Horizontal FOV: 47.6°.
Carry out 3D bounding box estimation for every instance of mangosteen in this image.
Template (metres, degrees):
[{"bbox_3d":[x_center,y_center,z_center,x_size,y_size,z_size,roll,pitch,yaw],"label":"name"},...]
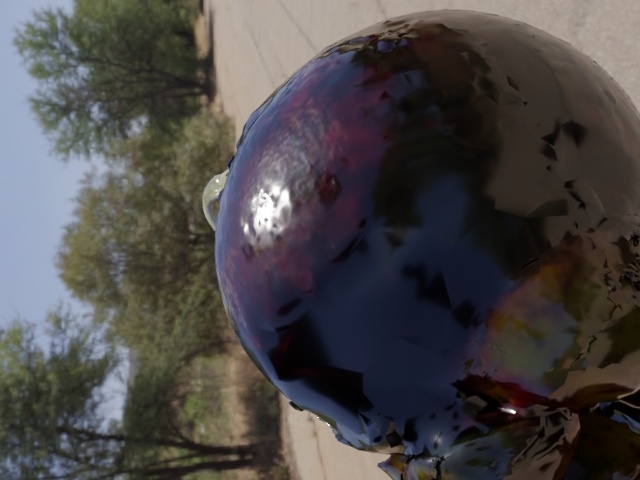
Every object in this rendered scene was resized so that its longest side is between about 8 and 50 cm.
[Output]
[{"bbox_3d":[0.117,0.026,0.612,0.421,0.381,0.381,52,167,0],"label":"mangosteen"}]

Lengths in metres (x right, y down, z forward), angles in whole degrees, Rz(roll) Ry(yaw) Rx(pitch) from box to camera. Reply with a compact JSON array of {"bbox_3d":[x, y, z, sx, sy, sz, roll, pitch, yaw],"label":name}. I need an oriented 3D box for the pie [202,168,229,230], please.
[{"bbox_3d":[0.000,0.001,0.995,0.077,0.339,0.339,-60,-10,-35],"label":"pie"}]
